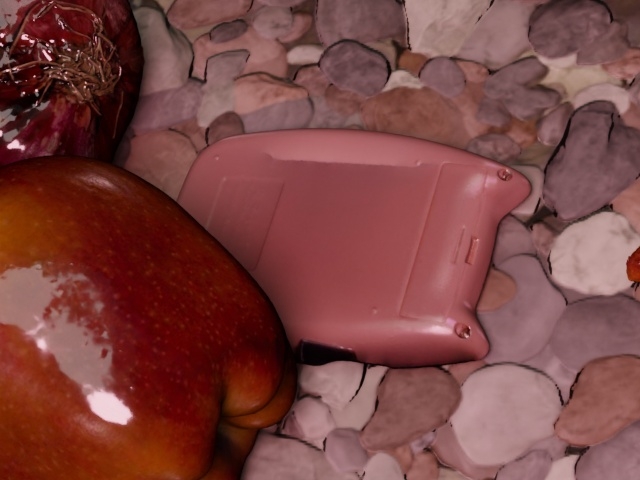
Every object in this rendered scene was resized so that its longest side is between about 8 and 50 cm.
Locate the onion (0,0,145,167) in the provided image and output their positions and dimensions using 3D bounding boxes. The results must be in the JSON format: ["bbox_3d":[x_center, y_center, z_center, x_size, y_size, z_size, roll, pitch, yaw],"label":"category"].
[{"bbox_3d":[-0.266,-0.130,1.614,0.281,0.221,0.281,-15,68,42],"label":"onion"}]

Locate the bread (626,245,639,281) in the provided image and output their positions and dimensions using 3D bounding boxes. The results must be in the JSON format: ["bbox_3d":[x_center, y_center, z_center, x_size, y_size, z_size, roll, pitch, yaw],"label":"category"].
[{"bbox_3d":[0.326,-0.083,1.441,0.139,0.095,0.269,6,68,31],"label":"bread"}]

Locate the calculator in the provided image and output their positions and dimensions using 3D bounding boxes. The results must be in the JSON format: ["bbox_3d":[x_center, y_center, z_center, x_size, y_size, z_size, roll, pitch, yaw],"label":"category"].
[{"bbox_3d":[0.000,0.000,1.539,0.329,0.048,0.220,5,65,25],"label":"calculator"}]

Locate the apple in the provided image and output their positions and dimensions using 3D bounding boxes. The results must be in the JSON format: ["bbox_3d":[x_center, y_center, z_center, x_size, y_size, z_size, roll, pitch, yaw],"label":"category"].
[{"bbox_3d":[-0.186,0.086,1.422,0.316,0.288,0.288,30,75,17],"label":"apple"}]
